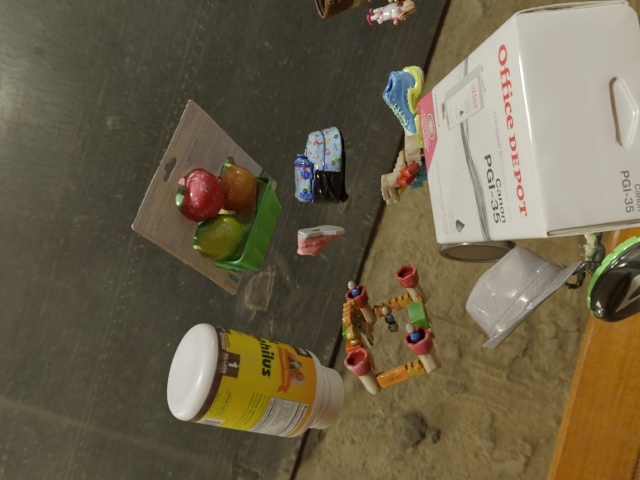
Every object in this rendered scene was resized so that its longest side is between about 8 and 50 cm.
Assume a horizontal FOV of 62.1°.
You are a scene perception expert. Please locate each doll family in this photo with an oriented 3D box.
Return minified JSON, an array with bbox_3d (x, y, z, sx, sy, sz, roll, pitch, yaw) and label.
[{"bbox_3d":[0.216,-0.720,1.469,0.163,0.118,0.263,-2,55,35],"label":"doll family"}]

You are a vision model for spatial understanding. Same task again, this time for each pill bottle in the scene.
[{"bbox_3d":[-0.078,0.187,0.691,0.215,0.117,0.117,22,97,-30],"label":"pill bottle"}]

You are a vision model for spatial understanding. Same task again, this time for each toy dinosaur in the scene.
[{"bbox_3d":[0.674,0.074,1.344,0.118,0.064,0.268,-24,116,9],"label":"toy dinosaur"}]

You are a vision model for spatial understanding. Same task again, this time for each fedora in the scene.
[{"bbox_3d":[0.408,0.104,1.130,0.124,0.275,0.243,44,49,19],"label":"fedora"}]

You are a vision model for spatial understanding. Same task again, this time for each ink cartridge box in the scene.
[{"bbox_3d":[0.217,-0.105,0.596,0.117,0.283,0.207,-8,89,-7],"label":"ink cartridge box"}]

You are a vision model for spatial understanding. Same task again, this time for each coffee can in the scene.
[{"bbox_3d":[0.431,-0.094,1.451,0.201,0.201,0.276,6,75,-2],"label":"coffee can"}]

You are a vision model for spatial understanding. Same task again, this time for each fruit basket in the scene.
[{"bbox_3d":[-0.254,-0.086,1.234,0.165,0.353,0.327,-1,63,38],"label":"fruit basket"}]

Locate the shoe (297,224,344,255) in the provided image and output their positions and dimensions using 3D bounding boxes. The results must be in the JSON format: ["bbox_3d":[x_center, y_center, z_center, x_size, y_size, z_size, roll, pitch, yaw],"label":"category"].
[{"bbox_3d":[0.000,0.000,1.773,0.177,0.063,0.081,-8,114,-34],"label":"shoe"}]

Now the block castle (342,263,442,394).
[{"bbox_3d":[0.233,0.285,1.866,0.303,0.453,0.213,-24,116,16],"label":"block castle"}]

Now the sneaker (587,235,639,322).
[{"bbox_3d":[0.810,0.069,1.129,0.482,0.202,0.185,-31,123,33],"label":"sneaker"}]

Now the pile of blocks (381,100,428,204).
[{"bbox_3d":[0.288,-0.226,1.522,0.148,0.113,0.362,20,127,-7],"label":"pile of blocks"}]

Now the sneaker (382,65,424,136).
[{"bbox_3d":[0.248,-0.409,1.632,0.126,0.091,0.240,-4,106,-8],"label":"sneaker"}]

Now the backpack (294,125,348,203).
[{"bbox_3d":[0.000,-0.181,1.253,0.116,0.158,0.173,-1,105,-9],"label":"backpack"}]

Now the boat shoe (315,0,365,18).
[{"bbox_3d":[-0.018,-0.604,1.024,0.123,0.123,0.342,-32,126,-11],"label":"boat shoe"}]
